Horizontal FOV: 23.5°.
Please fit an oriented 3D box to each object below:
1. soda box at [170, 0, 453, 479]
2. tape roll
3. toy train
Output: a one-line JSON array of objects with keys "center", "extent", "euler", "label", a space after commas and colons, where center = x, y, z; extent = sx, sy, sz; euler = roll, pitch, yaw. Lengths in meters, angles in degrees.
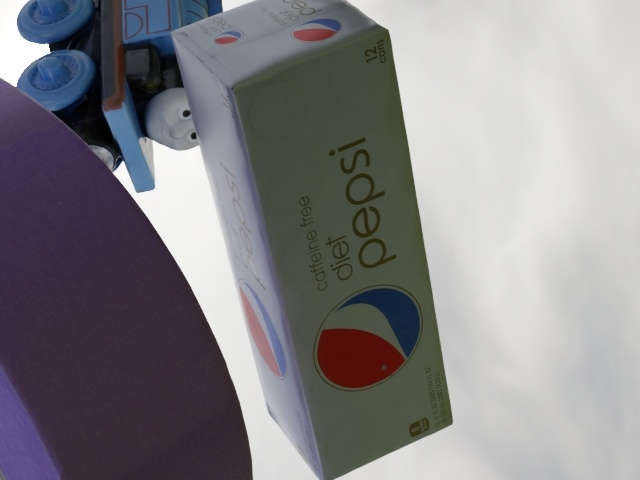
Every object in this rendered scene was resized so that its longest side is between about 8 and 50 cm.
[{"center": [0.000, 0.000, 0.686], "extent": [0.069, 0.074, 0.216], "euler": [45, 153, 52], "label": "soda box"}, {"center": [-0.156, 0.062, 0.683], "extent": [0.090, 0.275, 0.275], "euler": [-33, -63, -35], "label": "tape roll"}, {"center": [-0.102, -0.107, 0.820], "extent": [0.080, 0.105, 0.184], "euler": [72, -173, -46], "label": "toy train"}]
